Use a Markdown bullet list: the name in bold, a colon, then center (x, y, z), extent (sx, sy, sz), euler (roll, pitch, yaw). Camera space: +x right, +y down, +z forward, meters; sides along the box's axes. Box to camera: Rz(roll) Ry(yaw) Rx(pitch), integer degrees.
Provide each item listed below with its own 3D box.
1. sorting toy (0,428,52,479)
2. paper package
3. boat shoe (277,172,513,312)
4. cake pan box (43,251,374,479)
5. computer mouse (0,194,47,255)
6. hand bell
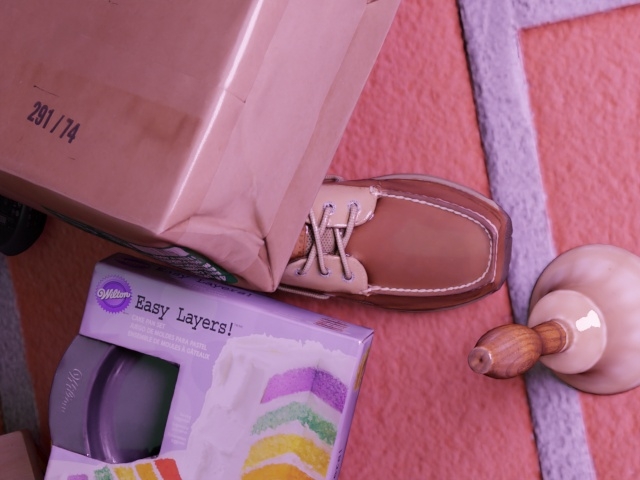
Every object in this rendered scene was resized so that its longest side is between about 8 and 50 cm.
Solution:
- **sorting toy**: center (-0.295, 0.255, 1.772), extent (0.274, 0.046, 0.132), euler (-19, 86, 39)
- **paper package**: center (-0.140, -0.152, 1.507), extent (0.325, 0.168, 0.309), euler (20, 86, 37)
- **boat shoe**: center (0.000, 0.000, 1.544), extent (0.324, 0.120, 0.122), euler (6, 98, 29)
- **cake pan box**: center (-0.107, 0.160, 1.610), extent (0.267, 0.070, 0.246), euler (17, 98, 11)
- **computer mouse**: center (-0.272, -0.102, 1.739), extent (0.071, 0.041, 0.242), euler (24, 102, 43)
- **hand bell**: center (0.173, 0.076, 1.386), extent (0.126, 0.242, 0.126), euler (3, 97, 28)
